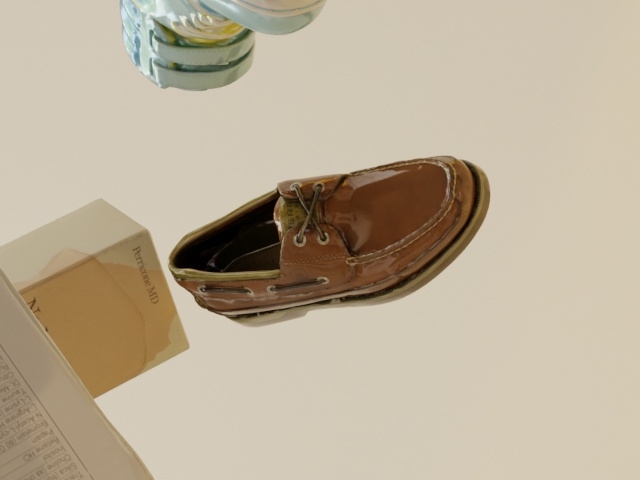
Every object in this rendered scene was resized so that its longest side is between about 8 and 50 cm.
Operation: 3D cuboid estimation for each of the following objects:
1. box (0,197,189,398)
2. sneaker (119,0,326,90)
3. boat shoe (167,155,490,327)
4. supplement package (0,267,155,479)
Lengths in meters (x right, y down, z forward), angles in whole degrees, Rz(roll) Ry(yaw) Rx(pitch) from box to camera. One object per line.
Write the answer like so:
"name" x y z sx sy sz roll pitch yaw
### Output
"box" -0.298 0.097 1.689 0.311 0.148 0.121 -29 -152 -19
"sneaker" -0.072 -0.184 1.387 0.127 0.208 0.319 -16 -145 -18
"boat shoe" 0.000 0.000 1.531 0.307 0.104 0.111 -25 -127 33
"supplement package" -0.113 0.119 0.526 0.139 0.134 0.244 -30 -116 -19
